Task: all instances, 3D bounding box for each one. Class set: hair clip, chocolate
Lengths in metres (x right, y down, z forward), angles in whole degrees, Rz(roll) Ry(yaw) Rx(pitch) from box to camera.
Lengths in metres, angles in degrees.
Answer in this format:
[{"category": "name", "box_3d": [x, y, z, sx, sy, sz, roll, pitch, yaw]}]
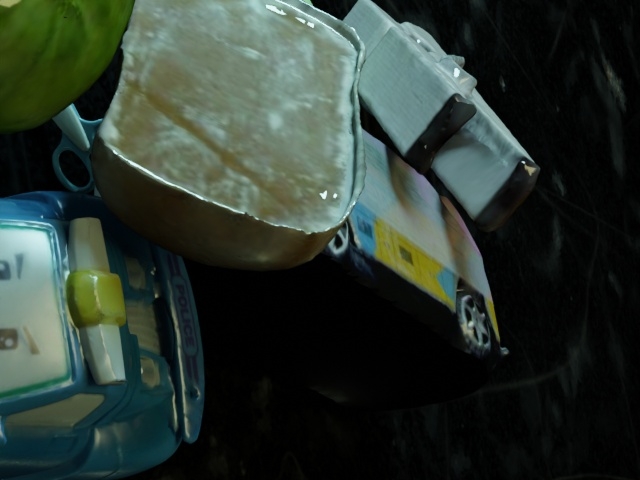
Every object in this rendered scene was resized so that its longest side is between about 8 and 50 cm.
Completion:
[{"category": "hair clip", "box_3d": [0.087, -0.120, 1.355, 0.101, 0.085, 0.331, 28, 17, -21]}, {"category": "chocolate", "box_3d": [-0.058, -0.066, 0.993, 0.157, 0.080, 0.254, 20, 35, -11]}]

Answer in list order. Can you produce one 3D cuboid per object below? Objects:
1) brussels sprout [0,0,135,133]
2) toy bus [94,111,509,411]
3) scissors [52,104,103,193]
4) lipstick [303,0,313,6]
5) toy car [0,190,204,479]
[{"category": "brussels sprout", "box_3d": [-0.220, -0.192, 0.896, 0.271, 0.210, 0.219, 47, 60, -43]}, {"category": "toy bus", "box_3d": [0.000, 0.000, 1.239, 0.386, 0.171, 0.162, 34, 46, -51]}, {"category": "scissors", "box_3d": [-0.177, -0.090, 1.103, 0.119, 0.058, 0.014, 56, 12, -5]}, {"category": "lipstick", "box_3d": [-0.070, -0.226, 1.305, 0.304, 0.076, 0.076, 57, 35, -31]}, {"category": "toy car", "box_3d": [-0.185, 0.053, 0.904, 0.314, 0.166, 0.198, 12, 64, -57]}]
